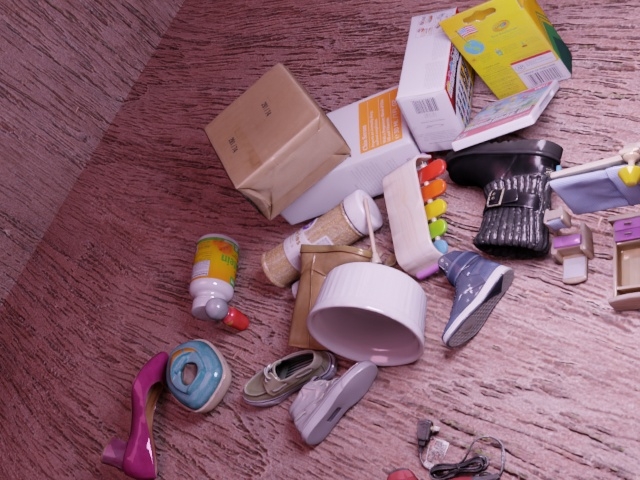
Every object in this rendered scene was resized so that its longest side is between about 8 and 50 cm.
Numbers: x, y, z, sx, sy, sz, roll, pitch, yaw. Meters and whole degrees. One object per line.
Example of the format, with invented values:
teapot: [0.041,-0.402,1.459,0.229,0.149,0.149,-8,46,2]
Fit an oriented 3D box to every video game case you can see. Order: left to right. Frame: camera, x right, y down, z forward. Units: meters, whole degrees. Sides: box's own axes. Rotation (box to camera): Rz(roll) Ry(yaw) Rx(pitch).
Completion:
video game case: [0.451,-0.305,1.851,0.204,0.025,0.285,-17,17,36]

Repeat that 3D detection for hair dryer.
hair dryer: [0.231,0.512,1.563,0.223,0.080,0.294,9,69,46]

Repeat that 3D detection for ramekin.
ramekin: [0.116,0.169,1.779,0.277,0.277,0.135,-13,46,38]

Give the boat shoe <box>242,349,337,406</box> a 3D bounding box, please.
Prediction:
boat shoe: [-0.097,0.345,1.988,0.302,0.094,0.109,-28,46,27]

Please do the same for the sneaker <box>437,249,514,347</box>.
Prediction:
sneaker: [0.311,0.124,1.744,0.163,0.086,0.226,32,77,39]

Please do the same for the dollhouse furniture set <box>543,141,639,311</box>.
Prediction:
dollhouse furniture set: [0.533,-0.016,1.472,0.286,0.303,0.198,-13,54,38]

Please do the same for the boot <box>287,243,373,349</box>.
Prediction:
boot: [0.026,0.148,1.966,0.236,0.089,0.270,0,82,44]

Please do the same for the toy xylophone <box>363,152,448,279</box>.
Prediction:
toy xylophone: [0.218,-0.059,1.920,0.236,0.081,0.323,-21,64,47]

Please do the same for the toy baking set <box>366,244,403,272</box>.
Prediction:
toy baking set: [0.112,0.123,1.993,0.196,0.030,0.256,10,70,47]

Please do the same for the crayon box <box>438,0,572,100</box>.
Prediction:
crayon box: [0.456,-0.490,1.870,0.202,0.318,0.081,-13,54,38]

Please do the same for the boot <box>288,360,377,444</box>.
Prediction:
boot: [0.019,0.363,1.860,0.258,0.095,0.123,-49,47,7]

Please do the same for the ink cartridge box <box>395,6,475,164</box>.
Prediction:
ink cartridge box: [0.316,-0.389,1.978,0.130,0.272,0.310,-5,53,26]

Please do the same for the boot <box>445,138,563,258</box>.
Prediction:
boot: [0.401,-0.092,1.791,0.348,0.131,0.260,0,76,60]

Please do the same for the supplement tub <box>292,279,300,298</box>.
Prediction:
supplement tub: [-0.017,0.125,2.085,0.107,0.071,0.071,-27,46,27]

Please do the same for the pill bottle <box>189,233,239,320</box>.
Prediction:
pill bottle: [-0.327,0.115,2.342,0.136,0.136,0.246,-21,50,33]

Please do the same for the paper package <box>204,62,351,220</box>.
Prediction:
paper package: [-0.126,-0.271,2.071,0.309,0.168,0.325,-40,45,6]

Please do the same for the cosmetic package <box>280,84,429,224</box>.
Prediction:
cosmetic package: [0.071,-0.236,2.140,0.453,0.161,0.230,-19,50,24]

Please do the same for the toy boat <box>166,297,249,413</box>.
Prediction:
toy boat: [-0.336,0.320,2.196,0.267,0.148,0.318,24,81,50]

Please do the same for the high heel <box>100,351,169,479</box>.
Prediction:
high heel: [-0.489,0.517,2.272,0.181,0.127,0.377,13,65,17]

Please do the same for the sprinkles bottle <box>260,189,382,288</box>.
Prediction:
sprinkles bottle: [0.000,0.000,2.119,0.355,0.121,0.121,-33,44,23]
